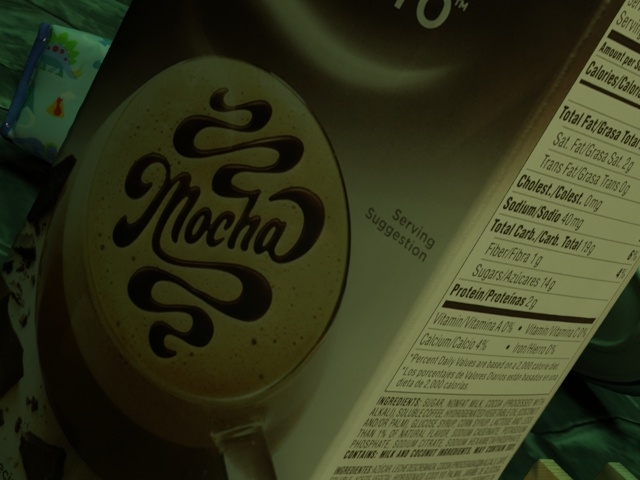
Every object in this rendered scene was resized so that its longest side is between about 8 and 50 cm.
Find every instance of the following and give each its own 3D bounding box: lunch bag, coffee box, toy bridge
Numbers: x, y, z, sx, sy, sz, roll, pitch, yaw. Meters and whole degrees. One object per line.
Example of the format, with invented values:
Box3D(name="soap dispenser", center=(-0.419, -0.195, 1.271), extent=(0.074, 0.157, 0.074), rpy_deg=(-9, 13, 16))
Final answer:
Box3D(name="lunch bag", center=(-0.112, -0.073, 0.841), extent=(0.128, 0.096, 0.151), rpy_deg=(20, -5, 13))
Box3D(name="coffee box", center=(0.000, 0.000, 0.449), extent=(0.168, 0.297, 0.119), rpy_deg=(41, 19, 35))
Box3D(name="toy bridge", center=(0.193, 0.162, 0.780), extent=(0.188, 0.026, 0.063), rpy_deg=(11, 26, -48))

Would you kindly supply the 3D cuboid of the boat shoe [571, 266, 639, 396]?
Box3D(name="boat shoe", center=(0.154, -0.004, 1.021), extent=(0.156, 0.136, 0.367), rpy_deg=(20, 16, -30))
